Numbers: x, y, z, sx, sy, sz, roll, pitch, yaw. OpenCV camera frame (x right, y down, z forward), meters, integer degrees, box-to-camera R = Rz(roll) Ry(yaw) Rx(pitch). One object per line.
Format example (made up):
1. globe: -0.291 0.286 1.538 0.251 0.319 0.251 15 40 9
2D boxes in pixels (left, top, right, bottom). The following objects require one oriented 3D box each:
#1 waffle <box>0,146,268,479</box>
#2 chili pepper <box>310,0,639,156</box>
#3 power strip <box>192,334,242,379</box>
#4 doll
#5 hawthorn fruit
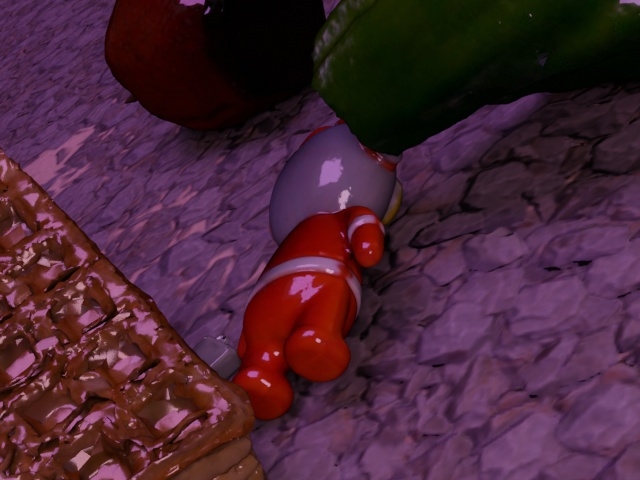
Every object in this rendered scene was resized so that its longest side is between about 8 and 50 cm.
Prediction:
1. waffle: -0.192 0.091 0.679 0.213 0.091 0.308 -37 51 -17
2. chili pepper: 0.184 -0.161 0.688 0.384 0.213 0.168 -30 47 24
3. power strip: -0.090 0.096 0.765 0.090 0.016 0.040 -43 27 -17
4. doll: 0.000 0.000 0.753 0.142 0.076 0.245 -39 23 37
5. hawthorn fruit: -0.107 -0.184 1.100 0.251 0.189 0.189 -33 19 50
